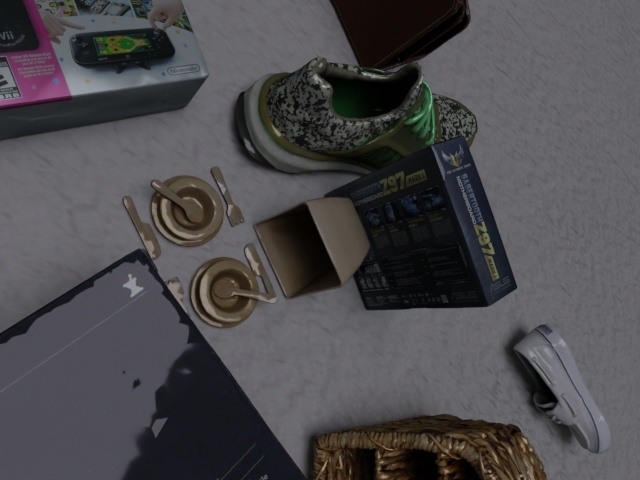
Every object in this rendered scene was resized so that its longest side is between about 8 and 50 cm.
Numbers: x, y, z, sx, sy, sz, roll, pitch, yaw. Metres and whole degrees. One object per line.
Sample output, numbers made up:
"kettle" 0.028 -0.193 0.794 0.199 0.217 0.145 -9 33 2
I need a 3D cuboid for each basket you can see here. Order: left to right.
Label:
"basket" 0.139 0.374 0.553 0.223 0.213 0.299 7 76 -36

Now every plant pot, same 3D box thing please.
"plant pot" 0.000 0.000 0.614 0.096 0.109 0.109 -28 96 -43

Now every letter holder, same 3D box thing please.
"letter holder" 0.118 -0.444 0.702 0.152 0.214 0.302 -29 96 -33

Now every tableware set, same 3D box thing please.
"tableware set" -0.129 0.011 0.564 0.128 0.039 0.194 -27 95 -33

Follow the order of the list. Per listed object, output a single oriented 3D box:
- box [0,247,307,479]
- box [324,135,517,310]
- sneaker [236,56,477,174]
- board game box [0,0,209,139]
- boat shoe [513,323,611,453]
"box" -0.215 0.233 0.385 0.343 0.179 0.312 -38 102 -32
"box" 0.111 -0.007 0.605 0.059 0.232 0.183 -23 92 -31
"sneaker" 0.103 -0.169 0.660 0.410 0.182 0.158 -7 85 -33
"board game box" -0.282 -0.278 0.491 0.224 0.097 0.303 -23 93 -34
"boat shoe" 0.418 0.274 0.842 0.084 0.095 0.258 -29 94 -4
